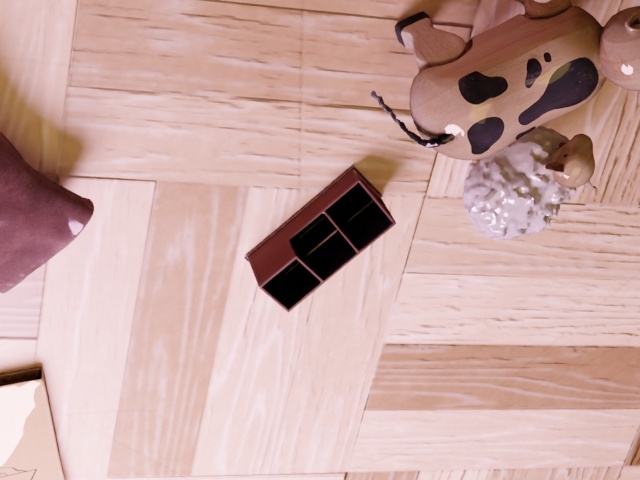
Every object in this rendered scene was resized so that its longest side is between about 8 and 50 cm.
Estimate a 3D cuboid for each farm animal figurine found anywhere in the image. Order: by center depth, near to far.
[{"bbox_3d":[0.195,-0.174,1.012,0.327,0.172,0.330,-39,125,9],"label":"farm animal figurine"}]

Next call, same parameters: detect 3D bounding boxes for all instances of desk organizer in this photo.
[{"bbox_3d":[0.000,0.000,1.138,0.130,0.050,0.047,-40,125,10],"label":"desk organizer"}]

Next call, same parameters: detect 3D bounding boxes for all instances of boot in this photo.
[{"bbox_3d":[-0.330,-0.001,1.010,0.248,0.090,0.207,-37,132,17],"label":"boot"}]

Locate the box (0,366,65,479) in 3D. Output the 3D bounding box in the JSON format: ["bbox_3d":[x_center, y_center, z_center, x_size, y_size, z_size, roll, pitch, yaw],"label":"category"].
[{"bbox_3d":[-0.324,0.215,1.192,0.165,0.021,0.201,-10,124,-12],"label":"box"}]
